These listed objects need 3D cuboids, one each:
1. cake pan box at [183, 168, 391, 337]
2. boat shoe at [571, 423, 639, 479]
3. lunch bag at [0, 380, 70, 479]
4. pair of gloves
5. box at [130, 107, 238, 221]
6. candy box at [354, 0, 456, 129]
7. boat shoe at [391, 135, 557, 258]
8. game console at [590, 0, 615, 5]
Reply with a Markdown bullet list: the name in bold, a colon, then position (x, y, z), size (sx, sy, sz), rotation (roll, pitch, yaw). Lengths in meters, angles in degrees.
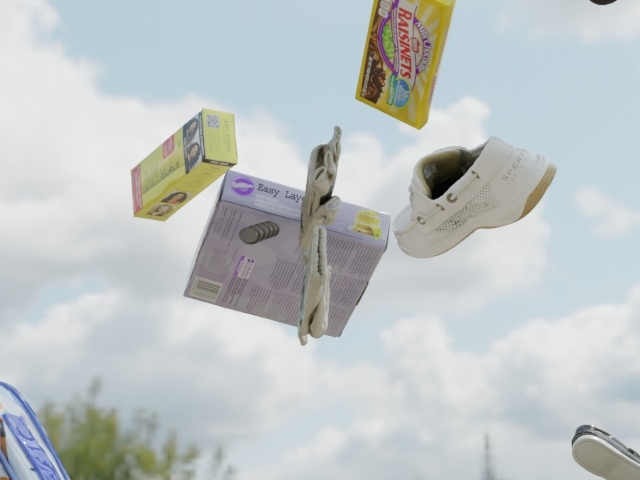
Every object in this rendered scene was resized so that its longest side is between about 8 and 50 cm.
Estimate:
- **cake pan box**: position (-0.052, 0.027, 2.350), size (0.246, 0.070, 0.267), rotation (16, -37, -6)
- **boat shoe**: position (0.295, 0.223, 1.591), size (0.125, 0.038, 0.046), rotation (34, -64, -7)
- **lunch bag**: position (-0.294, 0.275, 1.376), size (0.243, 0.303, 0.115), rotation (-37, -21, 10)
- **pair of gloves**: position (0.000, 0.000, 2.066), size (0.042, 0.240, 0.204), rotation (5, -34, -4)
- **box**: position (-0.204, -0.110, 2.442), size (0.058, 0.087, 0.232), rotation (8, -24, -32)
- **candy box**: position (0.108, -0.246, 2.133), size (0.105, 0.027, 0.206), rotation (26, -45, 16)
- **boat shoe**: position (0.139, -0.057, 1.735), size (0.096, 0.098, 0.277), rotation (38, -27, -13)
- **game console**: position (0.349, -0.405, 1.863), size (0.293, 0.173, 0.250), rotation (-46, -2, 23)
